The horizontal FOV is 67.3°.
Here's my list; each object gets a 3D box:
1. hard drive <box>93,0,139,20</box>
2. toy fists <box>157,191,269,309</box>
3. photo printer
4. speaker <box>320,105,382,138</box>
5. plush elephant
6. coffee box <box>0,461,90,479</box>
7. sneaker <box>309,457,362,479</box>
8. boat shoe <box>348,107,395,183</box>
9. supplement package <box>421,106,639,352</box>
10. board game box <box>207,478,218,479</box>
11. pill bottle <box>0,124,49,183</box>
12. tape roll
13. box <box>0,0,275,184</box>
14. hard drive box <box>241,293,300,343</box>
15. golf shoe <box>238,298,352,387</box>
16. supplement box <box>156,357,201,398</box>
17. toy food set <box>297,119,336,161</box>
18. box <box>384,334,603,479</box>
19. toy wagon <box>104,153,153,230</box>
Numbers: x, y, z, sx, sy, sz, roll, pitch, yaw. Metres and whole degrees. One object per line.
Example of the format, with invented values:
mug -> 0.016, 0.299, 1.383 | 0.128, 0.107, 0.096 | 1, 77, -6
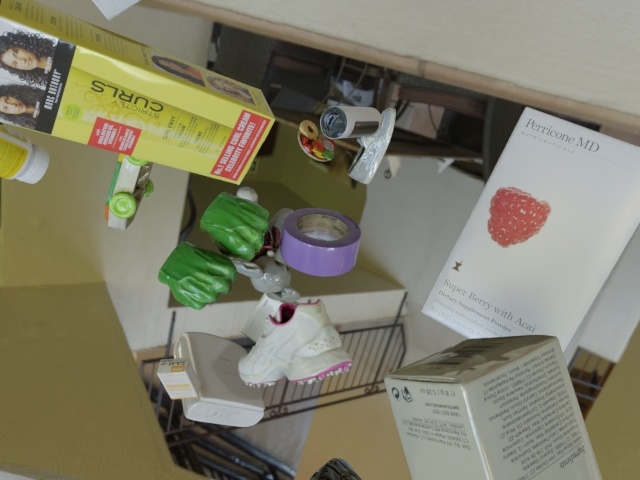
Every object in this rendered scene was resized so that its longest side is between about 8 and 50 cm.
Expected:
hard drive -> -0.361, -0.640, 0.995 | 0.047, 0.352, 0.233 | 57, 179, 18
toy fists -> -0.220, 0.026, 1.065 | 0.142, 0.096, 0.279 | 27, -115, 15
photo printer -> -0.325, 0.421, 1.511 | 0.255, 0.107, 0.308 | 27, -160, -38
speaker -> 0.056, -0.210, 0.854 | 0.055, 0.055, 0.136 | 25, -156, 26
plush elephant -> -0.161, 0.043, 1.430 | 0.255, 0.330, 0.272 | 31, 176, 37
coffee box -> -0.702, 0.669, 1.025 | 0.333, 0.338, 0.338 | 5, -119, 13
sneaker -> -0.024, 0.400, 0.612 | 0.125, 0.139, 0.340 | 54, -162, 9
boat shoe -> 0.142, -0.273, 1.368 | 0.081, 0.228, 0.079 | 17, -159, -12
supplement package -> 0.293, 0.003, 0.655 | 0.177, 0.293, 0.175 | 28, -169, 22
board game box -> -0.051, 0.667, 0.980 | 0.389, 0.051, 0.390 | 26, 177, -16
pill bottle -> -0.788, -0.221, 1.170 | 0.119, 0.119, 0.208 | 28, 179, 34
tape roll -> 0.000, 0.000, 1.154 | 0.188, 0.080, 0.189 | 7, -149, -4
box -> -0.161, -0.120, 0.411 | 0.232, 0.087, 0.058 | 12, -143, -37
hard drive box -> -0.126, 0.298, 1.654 | 0.232, 0.181, 0.089 | 34, -168, 6
golf shoe -> -0.063, 0.188, 0.876 | 0.115, 0.140, 0.306 | -10, 170, -41
supplement box -> -0.299, 0.294, 1.023 | 0.062, 0.099, 0.036 | -4, -140, 4
toy food set -> -0.006, -0.185, 0.909 | 0.082, 0.020, 0.083 | 24, -133, -25
box -> 0.148, 0.217, 0.354 | 0.113, 0.276, 0.094 | -11, 174, -31
toy wagon -> -0.415, -0.200, 1.122 | 0.068, 0.345, 0.267 | 17, -169, -15
